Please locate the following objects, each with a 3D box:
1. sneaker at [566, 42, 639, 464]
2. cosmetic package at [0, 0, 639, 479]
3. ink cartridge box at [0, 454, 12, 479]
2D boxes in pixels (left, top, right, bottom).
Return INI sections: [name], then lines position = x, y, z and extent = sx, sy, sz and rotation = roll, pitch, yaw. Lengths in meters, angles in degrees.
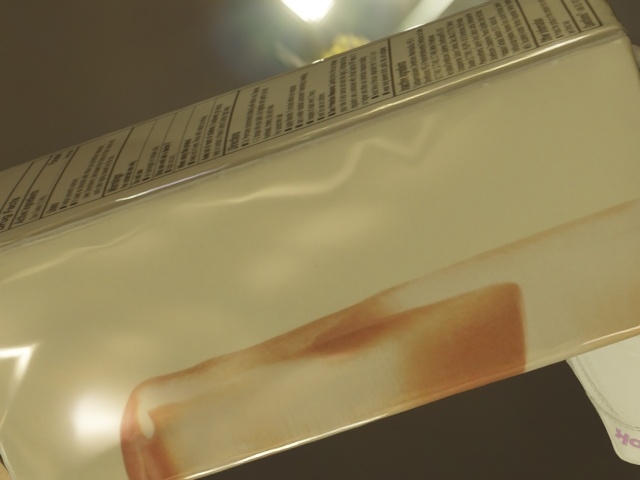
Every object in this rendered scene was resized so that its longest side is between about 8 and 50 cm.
[sneaker]
position = 0.156, -0.006, 1.068
extent = 0.114, 0.152, 0.305
rotation = 0, -143, -3
[cosmetic package]
position = 0.000, 0.000, 0.820
extent = 0.153, 0.296, 0.129
rotation = -84, -25, -71
[ink cartridge box]
position = -0.224, 0.072, 1.058
extent = 0.088, 0.235, 0.193
rotation = 57, -144, -24
